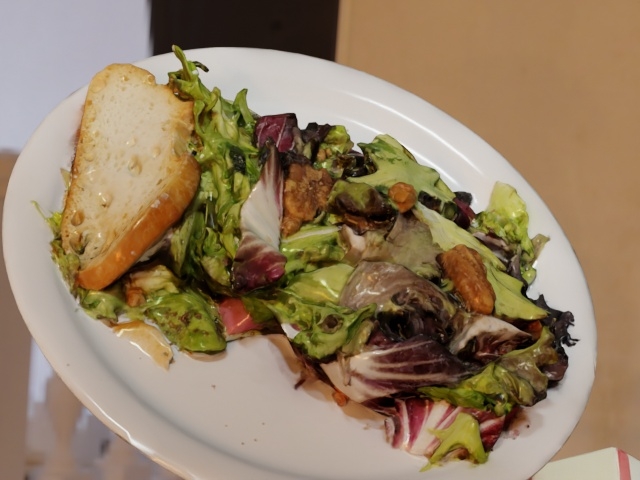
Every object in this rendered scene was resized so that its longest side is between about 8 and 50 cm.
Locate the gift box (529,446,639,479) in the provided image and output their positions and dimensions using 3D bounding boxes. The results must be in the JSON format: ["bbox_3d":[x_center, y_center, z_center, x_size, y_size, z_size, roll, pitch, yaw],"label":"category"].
[{"bbox_3d":[0.127,0.270,0.729,0.258,0.276,0.255,-22,-31,32],"label":"gift box"}]

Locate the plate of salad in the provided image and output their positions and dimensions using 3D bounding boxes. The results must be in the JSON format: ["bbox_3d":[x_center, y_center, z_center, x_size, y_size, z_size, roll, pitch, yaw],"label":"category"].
[{"bbox_3d":[0.000,0.000,0.506,0.200,0.200,0.048,3,-43,-20],"label":"plate of salad"}]
